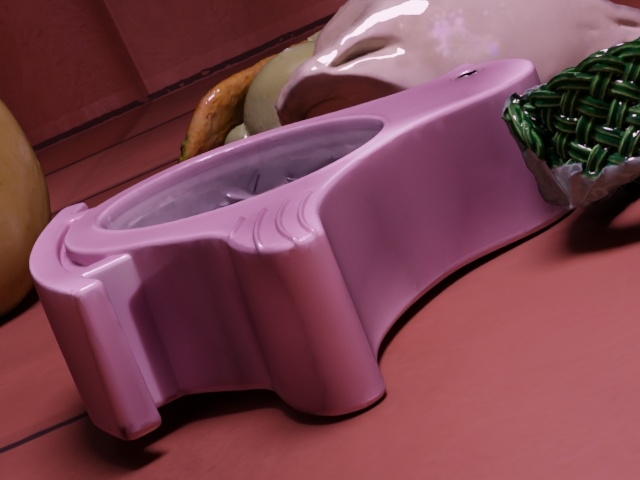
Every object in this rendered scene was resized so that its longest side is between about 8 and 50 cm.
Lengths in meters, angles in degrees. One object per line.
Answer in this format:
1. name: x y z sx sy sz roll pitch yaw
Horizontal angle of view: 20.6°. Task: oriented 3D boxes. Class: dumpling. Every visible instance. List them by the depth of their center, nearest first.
1. dumpling: 0.087 -0.103 1.116 0.252 0.131 0.179 -15 -14 -10

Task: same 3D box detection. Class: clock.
1. clock: 0.000 0.000 0.844 0.275 0.080 0.290 -20 14 -2

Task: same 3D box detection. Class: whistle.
1. whistle: 0.037 -0.122 1.341 0.131 0.106 0.288 -19 12 43

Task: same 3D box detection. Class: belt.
1. belt: 0.158 -0.054 0.829 0.151 0.079 0.121 -18 -7 -47

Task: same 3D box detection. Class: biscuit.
1. biscuit: -0.031 -0.098 1.396 0.029 0.118 0.247 30 36 22

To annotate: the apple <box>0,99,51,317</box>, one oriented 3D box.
1. apple: -0.341 -0.019 1.349 0.262 0.262 0.262 -23 10 4
